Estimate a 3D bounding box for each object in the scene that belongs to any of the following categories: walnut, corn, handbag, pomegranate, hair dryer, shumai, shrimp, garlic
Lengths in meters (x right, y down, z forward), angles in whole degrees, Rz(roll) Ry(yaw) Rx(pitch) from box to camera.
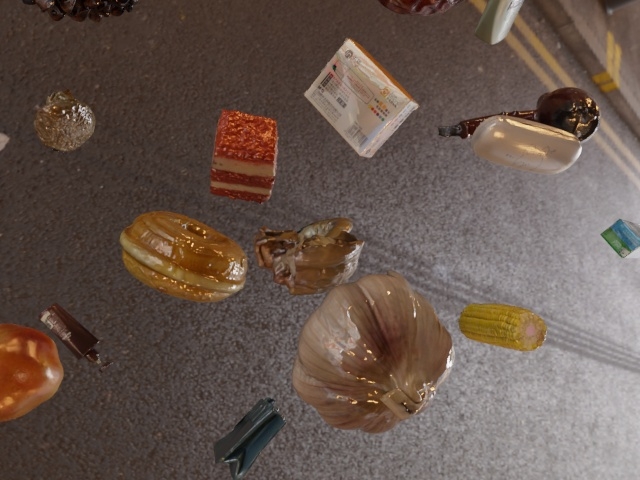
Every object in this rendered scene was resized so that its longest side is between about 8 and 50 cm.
[{"bbox_3d":[-0.019,0.046,1.179,0.203,0.238,0.142,-7,105,-37],"label":"walnut"},{"bbox_3d":[0.337,0.161,1.033,0.081,0.248,0.081,1,85,-10],"label":"corn"},{"bbox_3d":[-0.156,0.436,1.225,0.179,0.229,0.062,-43,91,-17],"label":"handbag"},{"bbox_3d":[-0.668,0.282,1.162,0.209,0.209,0.209,10,76,-45],"label":"pomegranate"},{"bbox_3d":[0.435,-0.279,1.244,0.313,0.340,0.123,-75,158,-68],"label":"hair dryer"},{"bbox_3d":[-0.607,-0.290,1.270,0.116,0.146,0.145,46,40,21],"label":"shumai"},{"bbox_3d":[0.021,-0.017,1.743,0.185,0.287,0.068,-30,107,-13],"label":"shrimp"},{"bbox_3d":[0.096,0.220,1.039,0.321,0.241,0.322,0,84,-4],"label":"garlic"}]

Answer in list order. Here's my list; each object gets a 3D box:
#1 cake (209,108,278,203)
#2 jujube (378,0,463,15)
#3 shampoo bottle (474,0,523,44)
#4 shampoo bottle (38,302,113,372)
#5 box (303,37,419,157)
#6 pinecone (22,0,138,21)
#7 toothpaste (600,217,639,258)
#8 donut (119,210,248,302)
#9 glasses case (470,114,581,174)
[{"bbox_3d":[-0.311,-0.351,2.254,0.269,0.320,0.270,8,64,-10],"label":"cake"},{"bbox_3d":[0.174,-0.462,0.829,0.232,0.213,0.213,-37,115,-5],"label":"jujube"},{"bbox_3d":[0.472,-0.641,1.298,0.078,0.360,0.134,40,63,15],"label":"shampoo bottle"},{"bbox_3d":[-0.684,0.277,1.526,0.236,0.068,0.067,48,45,-5],"label":"shampoo bottle"},{"bbox_3d":[0.113,-0.409,1.563,0.274,0.221,0.091,51,24,13],"label":"box"},{"bbox_3d":[-0.524,-0.626,1.193,0.295,0.242,0.299,-13,92,-33],"label":"pinecone"},{"bbox_3d":[0.641,-0.002,1.113,0.266,0.050,0.065,2,50,-52],"label":"toothpaste"},{"bbox_3d":[-0.424,0.050,1.732,0.448,0.448,0.198,20,100,-43],"label":"donut"},{"bbox_3d":[0.400,-0.183,1.051,0.233,0.092,0.059,9,46,-22],"label":"glasses case"}]
